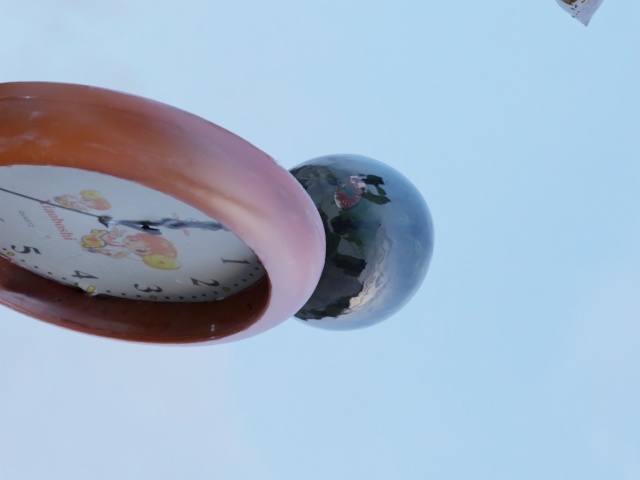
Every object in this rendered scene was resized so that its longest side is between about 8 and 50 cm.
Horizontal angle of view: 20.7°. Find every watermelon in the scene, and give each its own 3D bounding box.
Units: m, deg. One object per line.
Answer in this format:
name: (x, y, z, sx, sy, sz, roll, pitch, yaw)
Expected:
watermelon: (0.000, 0.000, 1.021, 0.105, 0.133, 0.105, -175, -90, -76)

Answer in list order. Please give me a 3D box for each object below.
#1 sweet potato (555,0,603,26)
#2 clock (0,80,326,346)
sweet potato: (0.126, -0.193, 0.896, 0.068, 0.060, 0.206, 45, -17, 52)
clock: (-0.098, -0.011, 0.821, 0.205, 0.205, 0.051, -26, -135, 49)
